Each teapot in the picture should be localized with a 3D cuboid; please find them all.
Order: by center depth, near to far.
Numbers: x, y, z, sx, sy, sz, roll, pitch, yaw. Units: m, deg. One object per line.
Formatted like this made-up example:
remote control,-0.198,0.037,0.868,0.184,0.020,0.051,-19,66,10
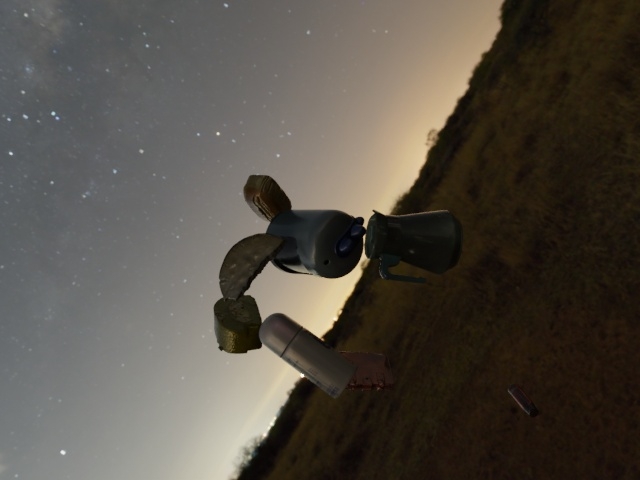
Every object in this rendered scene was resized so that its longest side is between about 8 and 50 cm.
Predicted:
teapot,0.235,0.011,1.168,0.171,0.226,0.202,104,172,-66

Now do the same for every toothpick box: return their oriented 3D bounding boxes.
toothpick box,0.000,0.000,1.529,0.355,0.263,0.262,4,55,54

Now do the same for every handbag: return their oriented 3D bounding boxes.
handbag,0.168,0.505,1.733,0.157,0.213,0.059,-98,14,-54

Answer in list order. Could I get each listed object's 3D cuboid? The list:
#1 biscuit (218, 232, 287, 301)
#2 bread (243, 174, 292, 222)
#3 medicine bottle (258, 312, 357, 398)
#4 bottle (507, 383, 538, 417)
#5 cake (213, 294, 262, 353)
biscuit,-0.246,0.069,1.461,0.289,0.141,0.038,-50,-20,8
bread,-0.201,-0.149,1.689,0.236,0.140,0.106,55,-130,-57
medicine bottle,-0.052,0.367,1.481,0.130,0.341,0.130,-54,-9,-13
bottle,0.896,0.708,1.984,0.060,0.060,0.164,-62,18,15
cake,-0.331,0.335,1.791,0.260,0.179,0.156,-125,33,-60
